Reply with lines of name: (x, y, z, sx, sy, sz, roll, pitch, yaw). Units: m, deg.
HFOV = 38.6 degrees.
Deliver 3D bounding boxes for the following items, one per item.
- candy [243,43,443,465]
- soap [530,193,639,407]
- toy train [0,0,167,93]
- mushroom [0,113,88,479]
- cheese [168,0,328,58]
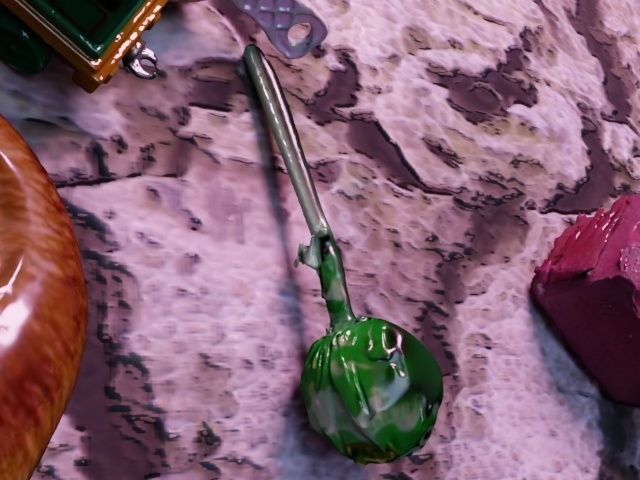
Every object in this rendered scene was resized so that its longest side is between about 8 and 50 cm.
candy: (-0.002, 0.001, 0.655, 0.097, 0.097, 0.323, -7, 71, -39)
soap: (0.326, 0.064, 0.852, 0.289, 0.112, 0.182, 18, 64, -32)
toy train: (-0.171, -0.184, 0.534, 0.227, 0.136, 0.091, 43, 54, -21)
mushroom: (-0.243, 0.001, 0.323, 0.345, 0.259, 0.345, 22, 39, -20)
cheese: (-0.076, -0.207, 0.629, 0.227, 0.137, 0.064, 40, 29, -37)
